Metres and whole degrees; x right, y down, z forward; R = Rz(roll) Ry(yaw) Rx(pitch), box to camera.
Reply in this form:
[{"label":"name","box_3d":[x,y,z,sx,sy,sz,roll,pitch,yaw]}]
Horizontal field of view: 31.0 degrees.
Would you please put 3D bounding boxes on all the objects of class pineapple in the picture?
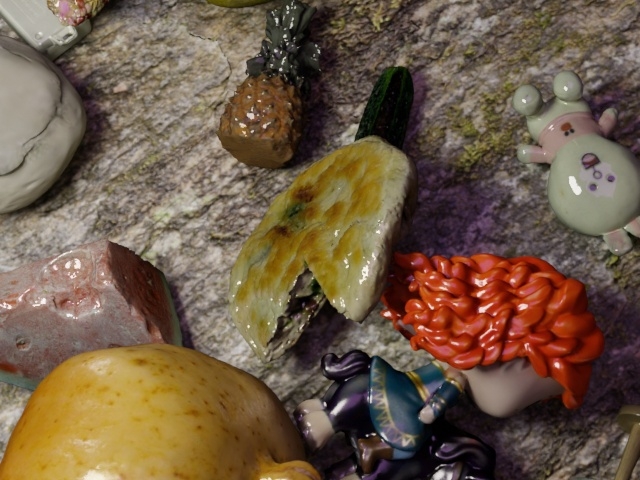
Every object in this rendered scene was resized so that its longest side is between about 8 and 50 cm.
[{"label":"pineapple","box_3d":[-0.062,-0.230,1.664,0.128,0.128,0.248,14,68,7]}]

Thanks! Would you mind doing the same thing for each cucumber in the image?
[{"label":"cucumber","box_3d":[0.084,-0.142,1.651,0.074,0.074,0.241,12,69,7]}]

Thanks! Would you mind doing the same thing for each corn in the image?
[{"label":"corn","box_3d":[-0.315,-0.433,1.731,0.092,0.092,0.280,23,57,10]}]

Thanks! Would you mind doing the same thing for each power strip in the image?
[{"label":"power strip","box_3d":[-0.481,-0.406,1.774,0.098,0.058,0.338,-41,74,-10]}]

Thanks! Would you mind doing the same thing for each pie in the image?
[{"label":"pie","box_3d":[0.000,0.000,1.512,0.075,0.337,0.338,33,70,-31]}]

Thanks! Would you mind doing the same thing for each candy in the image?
[{"label":"candy","box_3d":[-0.481,-0.159,1.624,0.295,0.185,0.296,6,62,-11]}]

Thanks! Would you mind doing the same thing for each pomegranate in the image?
[{"label":"pomegranate","box_3d":[-0.172,0.300,1.336,0.410,0.410,0.410,-1,71,2]}]

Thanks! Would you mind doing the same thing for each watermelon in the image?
[{"label":"watermelon","box_3d":[-0.332,0.082,1.525,0.318,0.226,0.148,9,44,-9]}]

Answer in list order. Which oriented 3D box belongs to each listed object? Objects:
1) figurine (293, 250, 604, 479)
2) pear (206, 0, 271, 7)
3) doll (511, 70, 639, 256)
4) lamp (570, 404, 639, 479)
[{"label":"figurine","box_3d":[0.161,0.188,1.459,0.306,0.241,0.412,34,85,6]},{"label":"pear","box_3d":[-0.081,-0.480,1.686,0.321,0.269,0.269,-36,72,9]},{"label":"doll","box_3d":[0.372,-0.107,1.611,0.154,0.113,0.275,-29,79,2]},{"label":"lamp","box_3d":[0.378,0.315,1.455,0.121,0.121,0.215,26,65,11]}]
